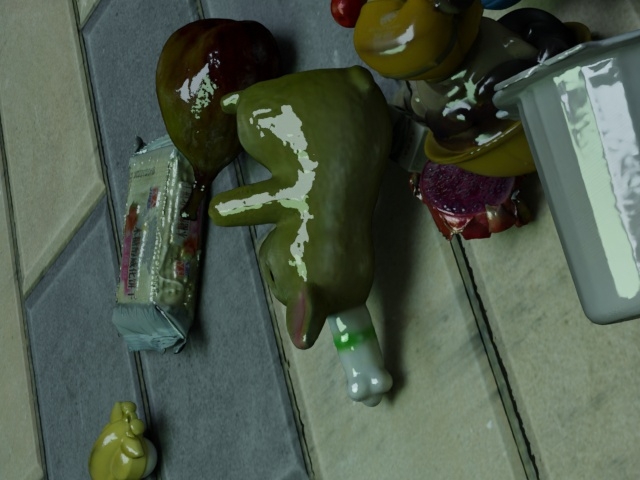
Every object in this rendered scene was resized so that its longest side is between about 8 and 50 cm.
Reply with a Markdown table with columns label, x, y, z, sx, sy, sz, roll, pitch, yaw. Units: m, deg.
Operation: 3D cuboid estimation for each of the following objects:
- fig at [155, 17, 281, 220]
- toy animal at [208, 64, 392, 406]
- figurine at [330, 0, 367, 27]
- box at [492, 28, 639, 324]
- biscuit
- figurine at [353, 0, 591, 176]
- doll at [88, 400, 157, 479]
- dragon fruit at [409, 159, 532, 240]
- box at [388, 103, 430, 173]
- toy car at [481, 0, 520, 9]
| label | x | y | z | sx | sy | sz | roll | pitch | yaw |
| --- | --- | --- | --- | --- | --- | --- | --- | --- | --- |
| fig | -0.145 | -0.157 | 1.847 | 0.170 | 0.145 | 0.274 | 22 | 104 | 42 |
| toy animal | -0.013 | -0.007 | 1.558 | 0.180 | 0.181 | 0.363 | 2 | 85 | 41 |
| figurine | 0.044 | -0.375 | 1.522 | 0.186 | 0.176 | 0.287 | -26 | 39 | 48 |
| box | 0.300 | -0.054 | 1.138 | 0.262 | 0.291 | 0.206 | 40 | -143 | -82 |
| biscuit | -0.217 | 0.002 | 1.971 | 0.186 | 0.079 | 0.309 | -4 | 78 | 57 |
| figurine | 0.141 | -0.154 | 1.323 | 0.192 | 0.257 | 0.167 | -9 | 67 | 48 |
| doll | -0.303 | 0.349 | 2.003 | 0.117 | 0.086 | 0.291 | 51 | 126 | 43 |
| dragon fruit | 0.153 | -0.044 | 1.434 | 0.126 | 0.068 | 0.112 | 27 | 66 | 34 |
| box | 0.093 | -0.114 | 1.592 | 0.083 | 0.024 | 0.054 | 41 | 114 | 52 |
| toy car | 0.181 | -0.311 | 1.331 | 0.314 | 0.198 | 0.166 | -30 | 35 | 47 |
